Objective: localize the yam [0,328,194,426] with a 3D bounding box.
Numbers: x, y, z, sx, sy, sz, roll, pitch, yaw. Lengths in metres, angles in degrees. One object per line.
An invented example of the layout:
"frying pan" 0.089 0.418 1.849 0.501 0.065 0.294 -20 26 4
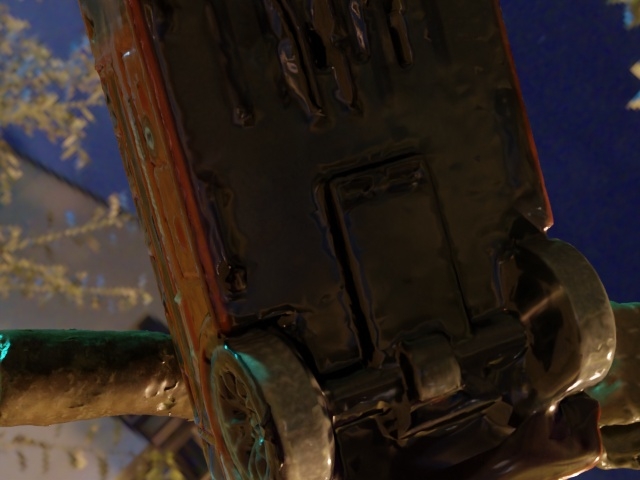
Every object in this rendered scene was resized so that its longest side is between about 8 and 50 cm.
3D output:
"yam" -0.084 0.083 0.841 0.061 0.252 0.061 -5 -96 56

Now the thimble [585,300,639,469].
"thimble" 0.154 0.074 0.675 0.110 0.062 0.084 21 -33 -40

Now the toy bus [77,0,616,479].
"toy bus" -0.011 -0.058 0.508 0.153 0.143 0.329 -1 -75 67
